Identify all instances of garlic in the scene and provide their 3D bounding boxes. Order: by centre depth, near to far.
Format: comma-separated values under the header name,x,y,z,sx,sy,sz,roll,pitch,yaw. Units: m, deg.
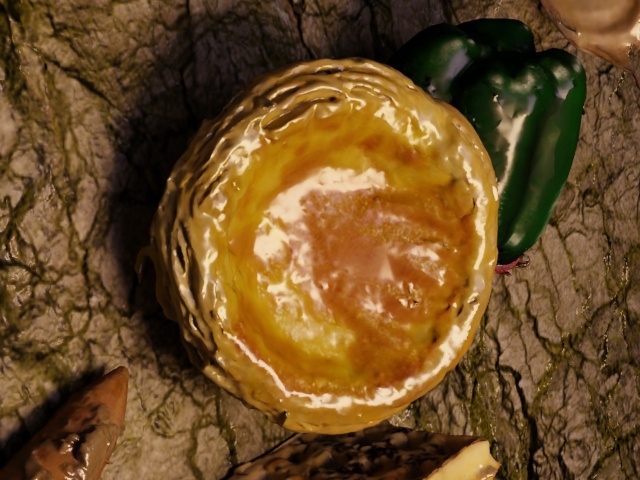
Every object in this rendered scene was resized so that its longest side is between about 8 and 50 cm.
name,x,y,z,sx,sy,sz,roll,pitch,yaw
garlic,0.346,-0.359,2.044,0.151,0.196,0.338,6,92,-33

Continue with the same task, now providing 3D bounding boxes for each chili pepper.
name,x,y,z,sx,sy,sz,roll,pitch,yaw
chili pepper,0.172,-0.115,1.810,0.248,0.233,0.256,-24,142,-55

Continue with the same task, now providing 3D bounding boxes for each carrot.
name,x,y,z,sx,sy,sz,roll,pitch,yaw
carrot,-0.250,0.213,1.505,0.263,0.102,0.102,-56,132,-39

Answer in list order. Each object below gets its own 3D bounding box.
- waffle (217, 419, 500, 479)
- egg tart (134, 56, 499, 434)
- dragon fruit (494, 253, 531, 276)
name,x,y,z,sx,sy,sz,roll,pitch,yaw
waffle,-0.007,0.303,1.650,0.376,0.261,0.114,-27,108,-45
egg tart,0.000,0.000,1.644,0.388,0.169,0.388,-3,99,-20
dragon fruit,0.192,-0.007,1.999,0.126,0.068,0.112,3,75,-36
